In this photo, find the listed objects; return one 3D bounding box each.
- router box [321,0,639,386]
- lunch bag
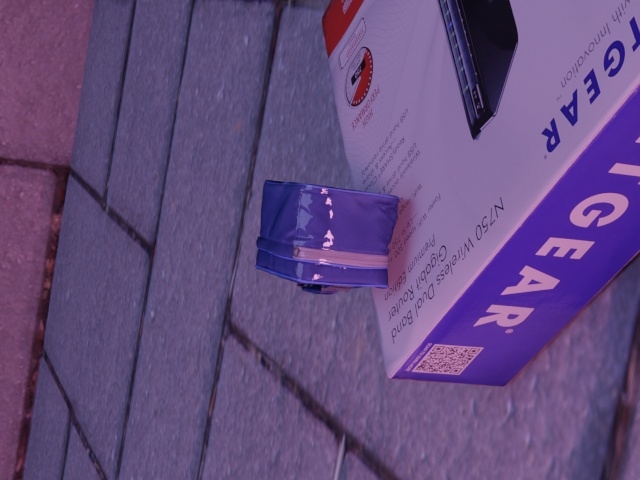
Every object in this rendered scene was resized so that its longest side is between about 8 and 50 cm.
[{"bbox_3d":[0.116,-0.129,0.696,0.335,0.082,0.301,122,147,-47],"label":"router box"},{"bbox_3d":[0.000,0.000,0.743,0.098,0.067,0.065,-170,87,-69],"label":"lunch bag"}]
